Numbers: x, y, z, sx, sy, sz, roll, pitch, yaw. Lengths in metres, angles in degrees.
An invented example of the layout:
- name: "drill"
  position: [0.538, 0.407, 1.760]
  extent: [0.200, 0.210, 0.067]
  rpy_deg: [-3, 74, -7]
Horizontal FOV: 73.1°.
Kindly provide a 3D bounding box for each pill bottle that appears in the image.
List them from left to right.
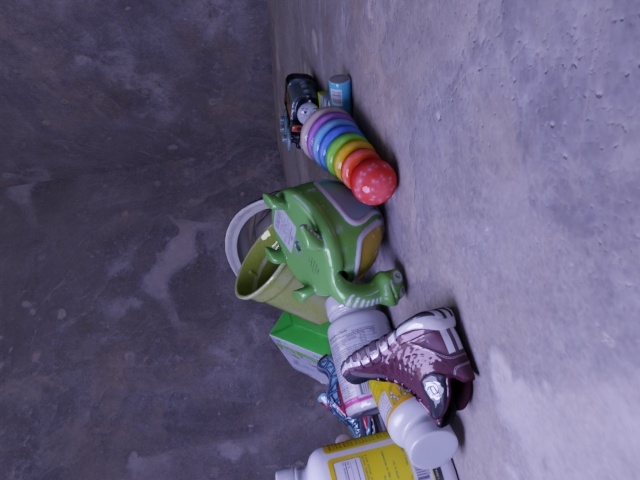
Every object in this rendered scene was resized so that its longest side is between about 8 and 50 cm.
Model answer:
- name: "pill bottle"
  position: [0.107, 0.268, 1.056]
  extent: [0.160, 0.160, 0.283]
  rpy_deg: [92, 166, -60]
- name: "pill bottle"
  position: [0.087, 0.493, 0.856]
  extent: [0.188, 0.333, 0.188]
  rpy_deg: [169, 90, -83]
- name: "pill bottle"
  position: [0.169, 0.309, 0.809]
  extent: [0.208, 0.117, 0.118]
  rpy_deg: [-116, 17, -65]

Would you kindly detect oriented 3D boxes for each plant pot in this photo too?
- name: "plant pot"
  position: [-0.057, 0.105, 1.215]
  extent: [0.253, 0.276, 0.276]
  rpy_deg: [37, -168, -25]

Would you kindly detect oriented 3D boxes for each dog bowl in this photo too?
- name: "dog bowl"
  position: [-0.089, 0.015, 1.388]
  extent: [0.150, 0.407, 0.409]
  rpy_deg: [-71, -22, -58]

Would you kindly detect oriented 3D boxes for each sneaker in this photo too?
- name: "sneaker"
  position: [0.055, 0.421, 1.121]
  extent: [0.104, 0.125, 0.262]
  rpy_deg: [90, 166, -55]
- name: "sneaker"
  position: [0.141, 0.238, 0.719]
  extent: [0.281, 0.106, 0.163]
  rpy_deg: [-51, 56, 47]

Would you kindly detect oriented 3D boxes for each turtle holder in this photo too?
- name: "turtle holder"
  position: [0.035, -0.006, 0.935]
  extent: [0.320, 0.227, 0.244]
  rpy_deg: [27, 131, 52]

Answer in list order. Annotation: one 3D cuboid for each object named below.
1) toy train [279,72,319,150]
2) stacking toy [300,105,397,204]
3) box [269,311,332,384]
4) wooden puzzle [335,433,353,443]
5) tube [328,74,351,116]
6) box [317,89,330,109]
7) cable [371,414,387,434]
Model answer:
- name: "toy train"
  position: [-0.061, -0.421, 1.419]
  extent: [0.334, 0.142, 0.191]
  rpy_deg: [-102, 15, -54]
- name: "stacking toy"
  position: [0.065, -0.179, 0.919]
  extent: [0.330, 0.141, 0.141]
  rpy_deg: [-122, 22, -55]
- name: "box"
  position: [0.001, 0.357, 1.396]
  extent: [0.127, 0.261, 0.231]
  rpy_deg: [-56, -39, -29]
- name: "wooden puzzle"
  position: [0.149, 0.770, 1.202]
  extent: [0.348, 0.080, 0.322]
  rpy_deg: [55, -157, -21]
- name: "tube"
  position: [0.052, -0.304, 1.081]
  extent: [0.080, 0.052, 0.207]
  rpy_deg: [46, 153, 39]
- name: "box"
  position: [0.032, -0.349, 1.201]
  extent: [0.178, 0.042, 0.109]
  rpy_deg: [-113, 13, -61]
- name: "cable"
  position: [0.165, 0.468, 1.193]
  extent: [0.257, 0.089, 0.258]
  rpy_deg: [-164, 63, -80]
